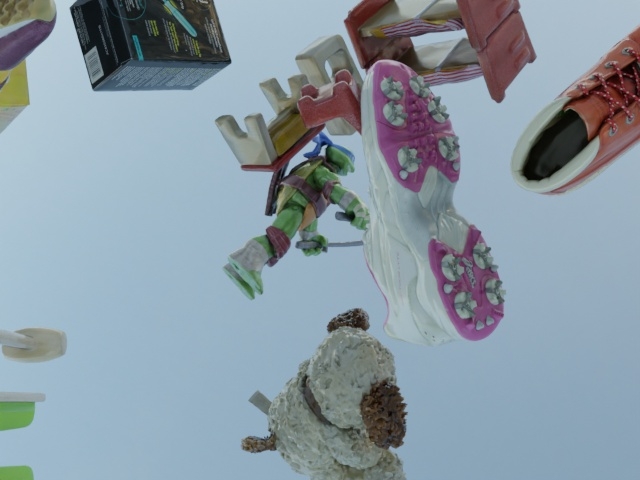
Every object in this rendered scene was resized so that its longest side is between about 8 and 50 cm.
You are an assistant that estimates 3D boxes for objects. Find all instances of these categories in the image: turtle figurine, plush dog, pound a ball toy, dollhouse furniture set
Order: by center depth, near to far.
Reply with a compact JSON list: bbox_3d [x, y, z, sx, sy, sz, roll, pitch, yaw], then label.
[{"bbox_3d":[-0.405,0.186,0.798,0.135,0.319,0.208,-5,-102,7],"label":"pound a ball toy"},{"bbox_3d":[0.082,-0.189,0.924,0.201,0.152,0.374,5,-137,46],"label":"dollhouse furniture set"},{"bbox_3d":[0.021,0.215,1.021,0.225,0.210,0.262,-60,-143,31],"label":"plush dog"},{"bbox_3d":[0.000,0.000,1.126,0.266,0.275,0.198,-42,-147,-17],"label":"turtle figurine"}]

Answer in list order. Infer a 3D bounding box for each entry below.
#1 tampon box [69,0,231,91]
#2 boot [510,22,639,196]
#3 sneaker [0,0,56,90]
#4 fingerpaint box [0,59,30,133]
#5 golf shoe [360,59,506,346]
[{"bbox_3d":[-0.220,-0.269,0.976,0.101,0.161,0.120,-19,-95,43],"label":"tampon box"},{"bbox_3d":[0.170,-0.081,0.411,0.158,0.084,0.059,-47,-106,24],"label":"boot"},{"bbox_3d":[-0.239,-0.105,0.502,0.185,0.084,0.069,-18,-132,18],"label":"sneaker"},{"bbox_3d":[-0.643,-0.201,0.938,0.371,0.445,0.163,-11,-95,54],"label":"fingerpaint box"},{"bbox_3d":[0.083,-0.035,0.775,0.140,0.115,0.306,-29,-111,50],"label":"golf shoe"}]
